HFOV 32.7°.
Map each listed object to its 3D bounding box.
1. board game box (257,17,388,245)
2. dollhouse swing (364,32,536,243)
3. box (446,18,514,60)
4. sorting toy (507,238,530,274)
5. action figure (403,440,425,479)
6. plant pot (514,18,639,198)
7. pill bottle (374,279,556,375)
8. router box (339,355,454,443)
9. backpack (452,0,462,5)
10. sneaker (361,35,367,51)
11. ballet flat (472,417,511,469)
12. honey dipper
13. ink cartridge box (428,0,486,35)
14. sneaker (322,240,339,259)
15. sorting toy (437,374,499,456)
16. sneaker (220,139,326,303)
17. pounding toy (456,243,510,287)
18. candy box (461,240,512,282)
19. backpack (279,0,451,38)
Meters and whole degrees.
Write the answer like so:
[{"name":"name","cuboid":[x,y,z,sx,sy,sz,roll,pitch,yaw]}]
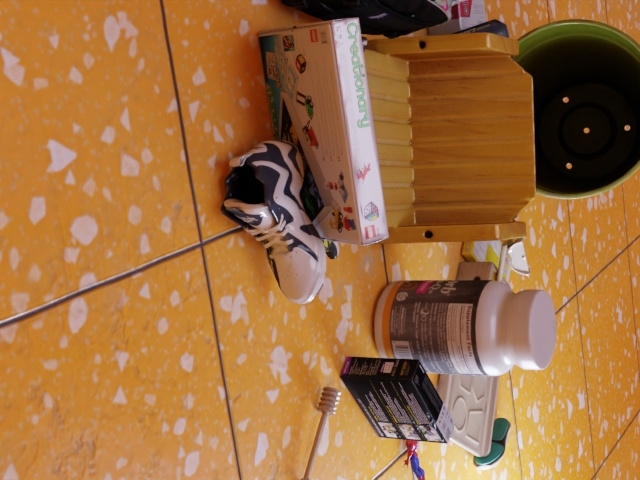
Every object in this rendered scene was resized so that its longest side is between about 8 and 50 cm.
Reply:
[{"name":"board game box","cuboid":[0.001,-0.152,1.543,0.053,0.193,0.305,-16,104,-31]},{"name":"dollhouse swing","cuboid":[0.191,-0.169,1.787,0.305,0.315,0.347,-8,96,-79]},{"name":"box","cuboid":[0.275,-0.269,2.022,0.059,0.183,0.233,-125,-165,-65]},{"name":"sorting toy","cuboid":[0.438,0.025,2.407,0.075,0.045,0.083,-53,132,-56]},{"name":"action figure","cuboid":[0.166,0.389,1.948,0.038,0.030,0.115,-20,101,-63]},{"name":"plant pot","cuboid":[0.563,-0.258,2.372,0.353,0.366,0.366,8,82,-70]},{"name":"pill bottle","cuboid":[0.244,0.147,1.847,0.162,0.278,0.162,4,85,-60]},{"name":"router box","cuboid":[0.127,0.261,1.788,0.179,0.133,0.046,60,41,-39]},{"name":"backpack","cuboid":[0.219,-0.544,1.891,0.263,0.213,0.276,56,22,-65]},{"name":"sneaker","cuboid":[0.010,-0.264,1.595,0.072,0.178,0.077,6,94,-24]},{"name":"ballet flat","cuboid":[0.358,0.429,2.241,0.168,0.057,0.052,-45,135,-50]},{"name":"honey dipper","cuboid":[-0.003,0.303,1.671,0.030,0.030,0.161,47,52,-48]},{"name":"ink cartridge box","cuboid":[0.267,-0.376,2.107,0.127,0.072,0.175,-17,103,-58]},{"name":"sneaker","cuboid":[0.000,0.000,1.695,0.035,0.031,0.083,-48,125,-32]},{"name":"sorting toy","cuboid":[0.283,0.310,2.145,0.208,0.038,0.193,34,60,-48]},{"name":"sneaker","cuboid":[-0.075,-0.018,1.506,0.153,0.094,0.235,-16,102,-57]},{"name":"pounding toy","cuboid":[0.331,0.097,2.165,0.130,0.100,0.141,47,50,-48]},{"name":"candy box","cuboid":[0.348,0.034,2.267,0.206,0.027,0.105,49,46,-47]},{"name":"backpack","cuboid":[0.083,-0.406,1.658,0.253,0.225,0.191,16,78,-53]}]
